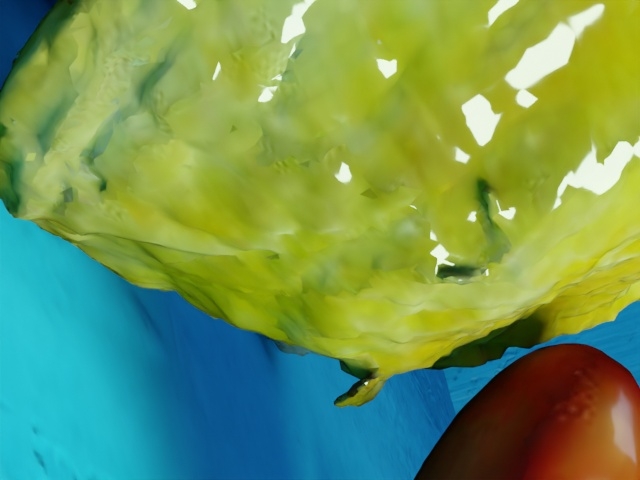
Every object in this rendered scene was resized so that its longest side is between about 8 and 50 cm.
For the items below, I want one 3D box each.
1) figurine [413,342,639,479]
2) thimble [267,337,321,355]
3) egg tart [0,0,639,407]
[{"bbox_3d":[0.078,0.205,0.533,0.261,0.211,0.270,30,66,-29],"label":"figurine"},{"bbox_3d":[0.000,0.000,0.877,0.090,0.102,0.115,-99,-162,-55],"label":"thimble"},{"bbox_3d":[0.068,-0.046,0.491,0.351,0.339,0.153,-4,67,-46],"label":"egg tart"}]
